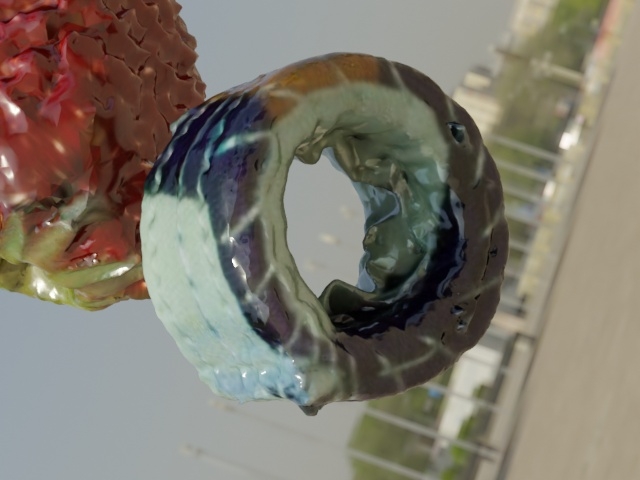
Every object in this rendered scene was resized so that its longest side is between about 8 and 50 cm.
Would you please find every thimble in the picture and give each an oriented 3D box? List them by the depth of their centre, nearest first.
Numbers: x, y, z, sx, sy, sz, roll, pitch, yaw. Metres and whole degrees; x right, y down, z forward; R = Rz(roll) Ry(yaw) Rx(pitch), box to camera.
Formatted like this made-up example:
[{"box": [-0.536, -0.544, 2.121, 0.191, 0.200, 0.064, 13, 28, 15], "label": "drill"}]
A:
[{"box": [0.000, 0.000, 1.170, 0.150, 0.237, 0.237, -10, 54, 58], "label": "thimble"}]

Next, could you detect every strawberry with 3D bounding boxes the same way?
[{"box": [-0.205, -0.118, 1.418, 0.292, 0.292, 0.343, 82, -164, -76], "label": "strawberry"}]
